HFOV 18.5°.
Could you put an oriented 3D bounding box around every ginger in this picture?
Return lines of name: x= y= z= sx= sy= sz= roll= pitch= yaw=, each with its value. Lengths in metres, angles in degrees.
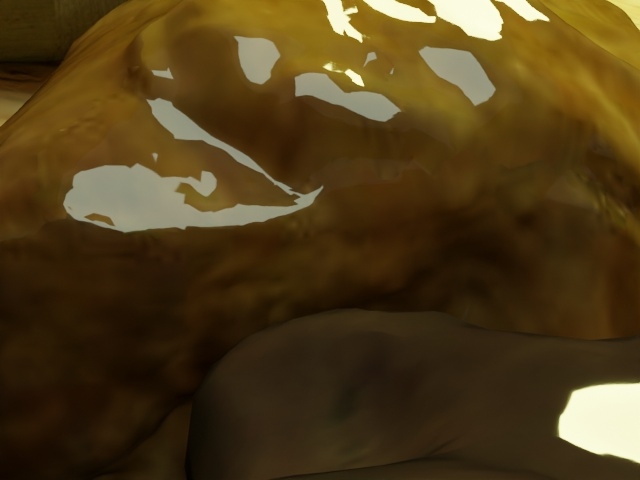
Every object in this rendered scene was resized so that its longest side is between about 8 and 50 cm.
ginger: x=0.000 y=-0.003 z=0.647 sx=0.269 sy=0.200 sz=0.223 roll=12 pitch=32 yaw=-14

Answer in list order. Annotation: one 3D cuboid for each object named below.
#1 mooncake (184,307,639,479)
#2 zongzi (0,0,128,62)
mooncake: x=0.032 y=0.144 z=0.309 sx=0.350 sy=0.212 sz=0.381 roll=8 pitch=22 yaw=28
zongzi: x=-0.157 y=-0.129 z=0.913 sx=0.189 sy=0.081 sz=0.178 roll=-10 pitch=18 yaw=-20
